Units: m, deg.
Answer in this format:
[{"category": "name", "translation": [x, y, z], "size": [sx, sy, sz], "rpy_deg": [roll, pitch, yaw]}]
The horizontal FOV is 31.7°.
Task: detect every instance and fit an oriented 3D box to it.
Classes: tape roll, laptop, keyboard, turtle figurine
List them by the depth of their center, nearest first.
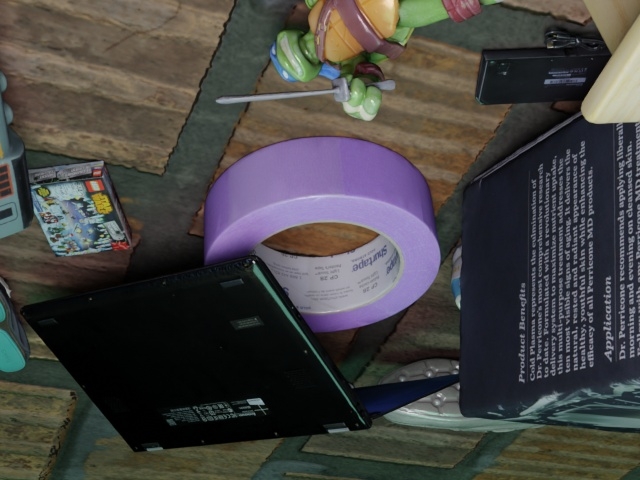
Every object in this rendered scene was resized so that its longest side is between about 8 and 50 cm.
[{"category": "turtle figurine", "translation": [0.035, -0.216, 0.953], "size": [0.266, 0.197, 0.275], "rpy_deg": [-27, 142, 24]}, {"category": "keyboard", "translation": [0.255, -0.183, 1.166], "size": [0.180, 0.023, 0.108], "rpy_deg": [-4, 150, -3]}, {"category": "tape roll", "translation": [0.000, 0.000, 1.329], "size": [0.275, 0.090, 0.274], "rpy_deg": [-2, 144, -2]}, {"category": "laptop", "translation": [-0.083, 0.134, 1.435], "size": [0.382, 0.236, 0.408], "rpy_deg": [-13, 123, 35]}]

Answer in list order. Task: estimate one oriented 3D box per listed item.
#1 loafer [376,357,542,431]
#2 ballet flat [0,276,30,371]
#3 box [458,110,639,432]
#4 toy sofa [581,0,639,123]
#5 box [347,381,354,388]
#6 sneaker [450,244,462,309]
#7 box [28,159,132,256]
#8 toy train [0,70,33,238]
[{"category": "loafer", "translation": [0.229, 0.237, 1.647], "size": [0.320, 0.112, 0.111], "rpy_deg": [2, 142, -15]}, {"category": "ballet flat", "translation": [-0.416, 0.088, 1.418], "size": [0.074, 0.074, 0.203], "rpy_deg": [-6, 143, 2]}, {"category": "box", "translation": [0.454, 0.041, 1.144], "size": [0.480, 0.297, 0.472], "rpy_deg": [8, 166, -16]}, {"category": "toy sofa", "translation": [0.221, -0.255, 0.767], "size": [0.177, 0.362, 0.150], "rpy_deg": [-3, 145, -21]}, {"category": "box", "translation": [0.002, 0.222, 1.684], "size": [0.067, 0.018, 0.083], "rpy_deg": [-27, 138, 27]}, {"category": "sneaker", "translation": [0.276, 0.062, 1.401], "size": [0.229, 0.092, 0.087], "rpy_deg": [3, 132, 8]}, {"category": "box", "translation": [-0.279, -0.035, 1.302], "size": [0.094, 0.027, 0.137], "rpy_deg": [-7, 143, 2]}, {"category": "toy train", "translation": [-0.379, -0.117, 1.042], "size": [0.190, 0.142, 0.333], "rpy_deg": [-24, 133, -29]}]
